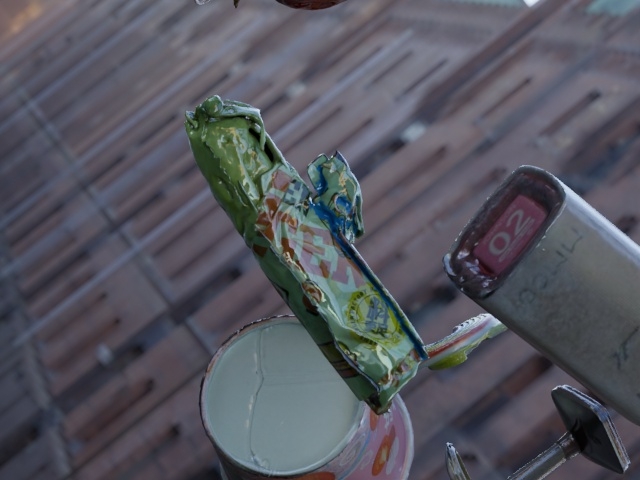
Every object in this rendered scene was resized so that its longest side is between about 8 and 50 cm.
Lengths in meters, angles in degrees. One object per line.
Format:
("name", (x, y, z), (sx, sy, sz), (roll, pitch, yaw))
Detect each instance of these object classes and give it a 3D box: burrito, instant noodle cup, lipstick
("burrito", (0.000, 0.000, 1.447), (0.288, 0.104, 0.054), (54, -16, -5))
("instant noodle cup", (-0.022, 0.210, 2.129), (0.243, 0.243, 0.231), (50, -7, 23))
("lipstick", (0.186, 0.063, 0.998), (0.253, 0.079, 0.077), (36, 4, -23))

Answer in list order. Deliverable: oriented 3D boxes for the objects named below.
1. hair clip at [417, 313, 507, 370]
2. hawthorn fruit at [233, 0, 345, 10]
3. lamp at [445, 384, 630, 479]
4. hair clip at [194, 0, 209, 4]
("hair clip", (0.158, 0.082, 1.674), (0.060, 0.188, 0.033), (-16, -88, 62))
("hawthorn fruit", (-0.012, -0.257, 1.396), (0.179, 0.200, 0.179), (35, 28, -22))
("lamp", (0.250, 0.271, 2.284), (0.124, 0.283, 0.203), (5, -53, 49))
("hair clip", (-0.098, -0.338, 2.013), (0.072, 0.226, 0.034), (16, -36, 26))
